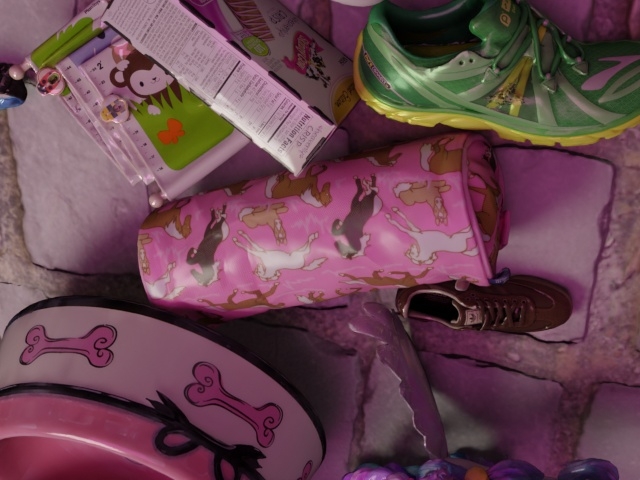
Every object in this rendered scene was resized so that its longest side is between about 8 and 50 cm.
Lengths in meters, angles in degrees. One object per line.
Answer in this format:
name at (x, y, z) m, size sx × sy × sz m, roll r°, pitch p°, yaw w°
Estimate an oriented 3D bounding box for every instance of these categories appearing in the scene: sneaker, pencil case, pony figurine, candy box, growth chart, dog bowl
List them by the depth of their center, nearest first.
sneaker at (0.174, -0.162, 0.825) m, size 0.295 × 0.109 × 0.124 m, roll 4°, pitch 139°, yaw 7°
candy box at (-0.072, -0.183, 0.884) m, size 0.233 × 0.159 × 0.071 m, roll 39°, pitch 120°, yaw -5°
pencil case at (0.000, 0.000, 0.951) m, size 0.386 × 0.160 × 0.167 m, roll -11°, pitch 104°, yaw 20°
growth chart at (-0.188, -0.156, 0.971) m, size 0.237 × 0.021 × 0.172 m, roll 45°, pitch 89°, yaw 1°
sneaker at (0.173, 0.077, 0.984) m, size 0.188 × 0.071 × 0.066 m, roll 5°, pitch 116°, yaw 15°
pony figurine at (0.140, 0.279, 0.984) m, size 0.363 × 0.303 × 0.351 m, roll 7°, pitch 143°, yaw 29°
dog bowl at (-0.208, 0.246, 1.052) m, size 0.407 × 0.150 × 0.408 m, roll 12°, pitch 141°, yaw 10°
sneaker at (-0.403, -0.155, 1.065) m, size 0.162 × 0.063 × 0.073 m, roll -7°, pitch 130°, yaw 24°

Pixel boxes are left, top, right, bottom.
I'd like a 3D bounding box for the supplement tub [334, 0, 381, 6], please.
supplement tub at (0.044, -0.352, 0.750) m, size 0.191 × 0.191 × 0.272 m, roll 36°, pitch 120°, yaw -2°
